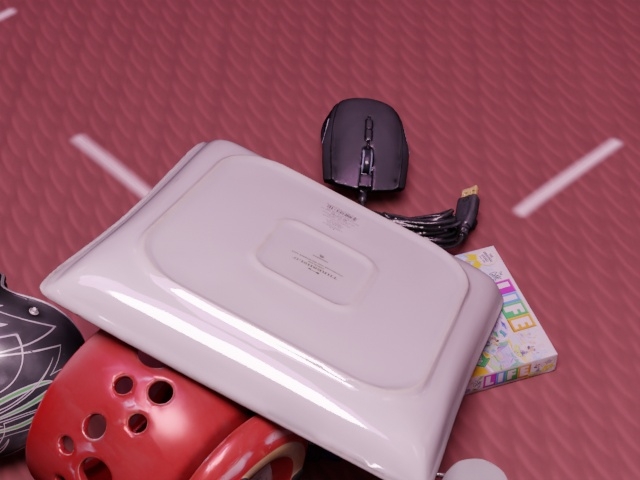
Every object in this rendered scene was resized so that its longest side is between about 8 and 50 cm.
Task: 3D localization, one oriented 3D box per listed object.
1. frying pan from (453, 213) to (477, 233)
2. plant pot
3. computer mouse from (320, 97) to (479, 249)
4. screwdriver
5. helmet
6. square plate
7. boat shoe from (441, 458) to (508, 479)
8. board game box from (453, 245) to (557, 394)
[{"bbox_3d":[-0.007,0.021,1.292,0.326,0.053,0.197,3,46,9],"label":"frying pan"},{"bbox_3d":[-0.122,0.175,1.046,0.174,0.191,0.191,37,56,24],"label":"plant pot"},{"bbox_3d":[0.085,-0.088,1.356,0.184,0.060,0.262,9,36,1],"label":"computer mouse"},{"bbox_3d":[0.033,0.199,1.131,0.169,0.024,0.025,12,18,10],"label":"screwdriver"},{"bbox_3d":[-0.301,0.117,1.124,0.169,0.169,0.161,-30,36,-25],"label":"helmet"},{"bbox_3d":[-0.015,0.035,1.104,0.347,0.049,0.344,28,31,5],"label":"square plate"},{"bbox_3d":[0.090,0.277,1.018,0.077,0.070,0.219,28,50,20],"label":"boat shoe"},{"bbox_3d":[0.154,0.077,1.241,0.103,0.026,0.154,-14,47,-12],"label":"board game box"}]
